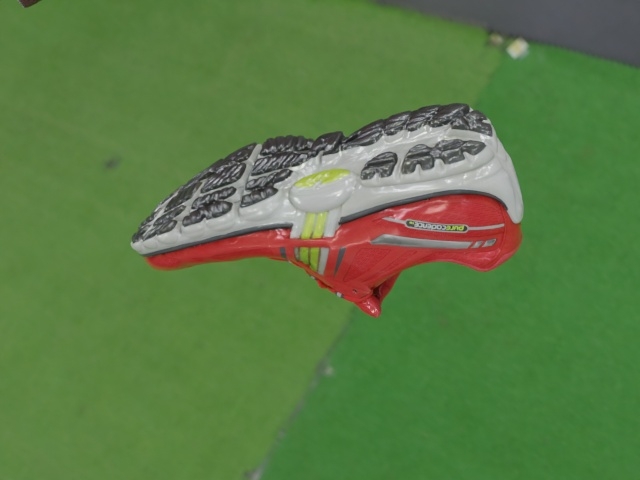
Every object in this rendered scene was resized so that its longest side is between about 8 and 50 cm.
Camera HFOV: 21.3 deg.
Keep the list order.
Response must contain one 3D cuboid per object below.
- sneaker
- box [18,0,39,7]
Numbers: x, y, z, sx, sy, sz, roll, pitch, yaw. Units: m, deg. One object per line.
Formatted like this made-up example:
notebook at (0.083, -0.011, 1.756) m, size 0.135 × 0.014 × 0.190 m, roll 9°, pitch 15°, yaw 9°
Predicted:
sneaker at (0.000, 0.000, 1.103) m, size 0.279 × 0.118 × 0.107 m, roll -8°, pitch 28°, yaw 30°
box at (-0.148, -0.275, 0.913) m, size 0.168 × 0.167 × 0.203 m, roll -25°, pitch 57°, yaw 6°
